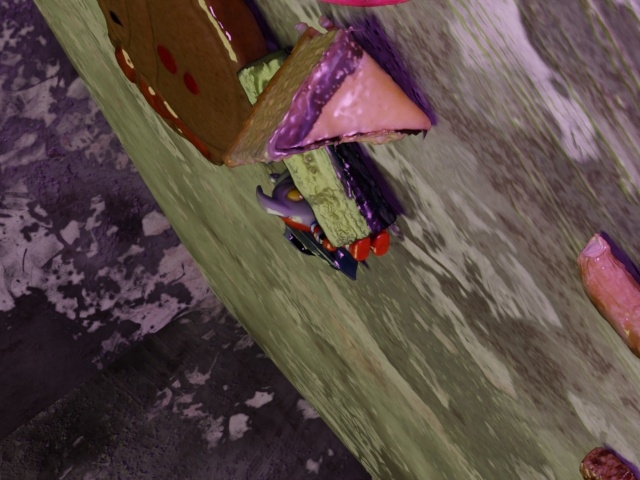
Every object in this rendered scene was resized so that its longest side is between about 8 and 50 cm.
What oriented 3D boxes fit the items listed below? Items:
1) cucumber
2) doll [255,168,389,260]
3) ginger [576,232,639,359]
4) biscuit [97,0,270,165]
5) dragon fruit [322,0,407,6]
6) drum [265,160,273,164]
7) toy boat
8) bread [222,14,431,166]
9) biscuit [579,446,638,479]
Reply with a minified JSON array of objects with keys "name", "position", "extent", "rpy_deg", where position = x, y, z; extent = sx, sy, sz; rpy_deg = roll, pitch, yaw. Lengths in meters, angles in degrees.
[{"name":"cucumber","position":[0.001,-0.099,1.374],"extent":[0.078,0.062,0.211],"rpy_deg":[-20,102,44]},{"name":"doll","position":[-0.001,-0.033,1.496],"extent":[0.195,0.104,0.062],"rpy_deg":[37,147,44]},{"name":"ginger","position":[0.215,0.055,0.894],"extent":[0.057,0.044,0.137],"rpy_deg":[23,-157,-44]},{"name":"biscuit","position":[-0.178,-0.250,1.525],"extent":[0.381,0.074,0.359],"rpy_deg":[45,156,22]},{"name":"dragon fruit","position":[0.026,-0.215,0.760],"extent":[0.153,0.111,0.153],"rpy_deg":[13,151,7]},{"name":"drum","position":[-0.138,-0.203,1.698],"extent":[0.253,0.049,0.130],"rpy_deg":[57,170,-9]},{"name":"toy boat","position":[0.000,0.000,1.716],"extent":[0.141,0.060,0.055],"rpy_deg":[46,-168,19]},{"name":"bread","position":[-0.002,-0.099,1.122],"extent":[0.127,0.152,0.147],"rpy_deg":[49,170,-14]},{"name":"biscuit","position":[0.298,0.276,1.265],"extent":[0.199,0.034,0.064],"rpy_deg":[60,170,-28]}]
